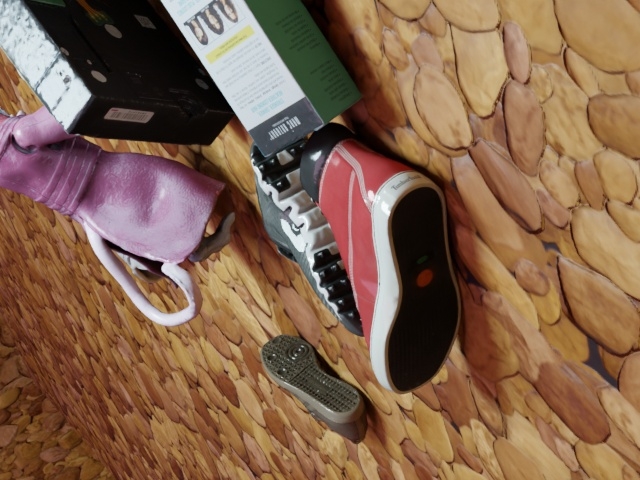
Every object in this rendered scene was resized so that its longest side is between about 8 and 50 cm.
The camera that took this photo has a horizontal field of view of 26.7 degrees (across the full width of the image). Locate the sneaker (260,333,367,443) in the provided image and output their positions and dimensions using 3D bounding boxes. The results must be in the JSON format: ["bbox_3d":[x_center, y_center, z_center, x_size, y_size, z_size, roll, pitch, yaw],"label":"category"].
[{"bbox_3d":[-0.011,0.187,1.662,0.188,0.066,0.071,38,152,46],"label":"sneaker"}]

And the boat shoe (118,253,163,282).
[{"bbox_3d":[-0.243,-0.001,1.940,0.084,0.095,0.258,53,169,8],"label":"boat shoe"}]

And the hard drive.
[{"bbox_3d":[-0.269,-0.242,1.478,0.064,0.237,0.339,-48,67,24],"label":"hard drive"}]

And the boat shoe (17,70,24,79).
[{"bbox_3d":[-0.422,-0.335,1.931,0.070,0.078,0.219,-16,102,34],"label":"boat shoe"}]

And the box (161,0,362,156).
[{"bbox_3d":[-0.072,-0.202,1.206,0.100,0.060,0.244,-23,103,52],"label":"box"}]

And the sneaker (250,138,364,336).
[{"bbox_3d":[0.000,0.000,1.378,0.234,0.078,0.106,59,163,14],"label":"sneaker"}]

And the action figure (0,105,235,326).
[{"bbox_3d":[-0.302,-0.066,1.624,0.370,0.275,0.248,25,147,-19],"label":"action figure"}]

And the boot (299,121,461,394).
[{"bbox_3d":[0.046,0.014,1.275,0.176,0.088,0.244,38,142,46],"label":"boot"}]
